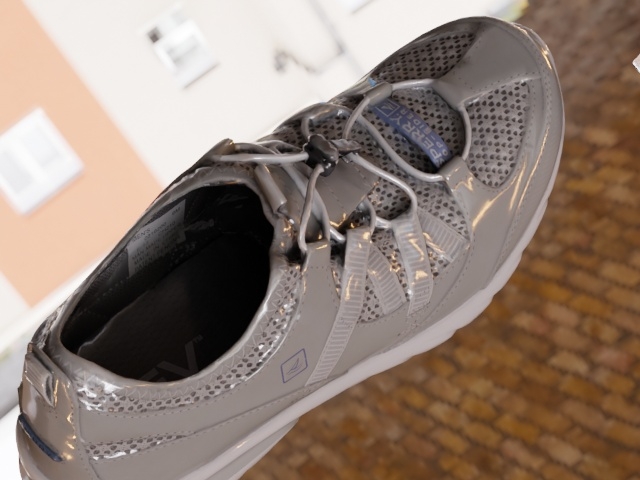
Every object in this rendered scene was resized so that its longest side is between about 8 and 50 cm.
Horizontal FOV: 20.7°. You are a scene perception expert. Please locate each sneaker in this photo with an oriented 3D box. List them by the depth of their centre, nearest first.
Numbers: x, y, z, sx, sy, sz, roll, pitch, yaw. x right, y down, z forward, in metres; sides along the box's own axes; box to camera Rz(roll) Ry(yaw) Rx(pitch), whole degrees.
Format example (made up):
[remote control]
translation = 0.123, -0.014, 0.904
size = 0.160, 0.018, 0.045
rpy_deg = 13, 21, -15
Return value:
[sneaker]
translation = 0.000, 0.000, 0.675
size = 0.105, 0.115, 0.281
rpy_deg = 37, -115, 20

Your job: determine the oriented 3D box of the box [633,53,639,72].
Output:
[box]
translation = 0.258, -0.137, 0.803
size = 0.220, 0.051, 0.175
rpy_deg = -34, 176, 0
